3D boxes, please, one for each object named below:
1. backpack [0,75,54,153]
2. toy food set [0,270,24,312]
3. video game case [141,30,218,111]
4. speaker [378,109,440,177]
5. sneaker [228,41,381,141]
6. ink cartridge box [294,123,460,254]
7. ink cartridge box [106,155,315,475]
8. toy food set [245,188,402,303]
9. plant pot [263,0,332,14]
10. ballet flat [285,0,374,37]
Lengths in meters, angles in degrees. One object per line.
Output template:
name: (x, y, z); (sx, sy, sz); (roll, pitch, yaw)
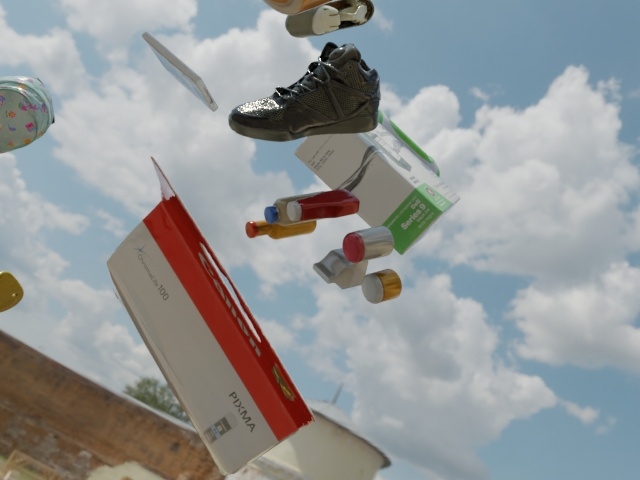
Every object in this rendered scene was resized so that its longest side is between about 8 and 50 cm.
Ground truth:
backpack: (-0.548, -0.208, 1.146); (0.182, 0.115, 0.151); (-13, -58, -2)
toy food set: (-0.723, 0.105, 1.368); (0.128, 0.218, 0.071); (102, -33, -54)
video game case: (-0.282, -0.340, 1.368); (0.157, 0.019, 0.143); (42, -5, 13)
speaker: (0.199, -0.238, 1.837); (0.131, 0.131, 0.297); (-3, -30, 47)
sneaker: (-0.018, -0.208, 0.927); (0.087, 0.228, 0.130); (-123, -150, -47)
ink cartridge box: (0.117, -0.127, 1.334); (0.289, 0.211, 0.121); (44, -67, 7)
ink cartridge box: (-0.148, 0.118, 0.790); (0.308, 0.091, 0.385); (57, -19, 11)
toy food set: (0.000, 0.000, 0.885); (0.232, 0.105, 0.111); (43, -46, 43)
plant pot: (0.012, -0.322, 0.652); (0.205, 0.188, 0.205); (46, -15, 17)
ballet flat: (0.025, -0.430, 1.284); (0.068, 0.213, 0.072); (25, -51, 34)
